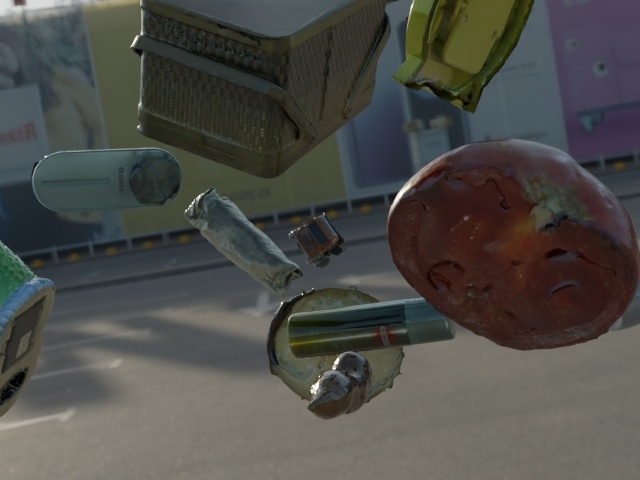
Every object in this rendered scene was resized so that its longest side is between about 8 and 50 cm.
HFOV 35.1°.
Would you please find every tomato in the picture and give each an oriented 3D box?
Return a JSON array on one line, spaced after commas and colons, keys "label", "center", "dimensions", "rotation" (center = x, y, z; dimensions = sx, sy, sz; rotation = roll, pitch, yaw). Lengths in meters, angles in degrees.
[{"label": "tomato", "center": [0.189, -0.010, 0.971], "dimensions": [0.200, 0.233, 0.139], "rotation": [-53, 4, 46]}]

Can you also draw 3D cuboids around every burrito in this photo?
[{"label": "burrito", "center": [-0.125, 0.003, 1.707], "dimensions": [0.082, 0.059, 0.275], "rotation": [-42, 53, -13]}]

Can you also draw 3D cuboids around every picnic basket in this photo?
[{"label": "picnic basket", "center": [-0.052, -0.184, 0.989], "dimensions": [0.165, 0.139, 0.267], "rotation": [21, 34, 18]}]

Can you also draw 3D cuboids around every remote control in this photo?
[{"label": "remote control", "center": [-0.354, -0.102, 1.690], "dimensions": [0.248, 0.104, 0.052], "rotation": [-3, 11, -21]}]

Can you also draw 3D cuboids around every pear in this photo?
[{"label": "pear", "center": [0.032, 0.197, 1.987], "dimensions": [0.267, 0.266, 0.178], "rotation": [-9, 6, 4]}]

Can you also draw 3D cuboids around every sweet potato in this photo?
[{"label": "sweet potato", "center": [0.024, 0.175, 1.180], "dimensions": [0.051, 0.065, 0.218], "rotation": [-24, 1, 17]}]

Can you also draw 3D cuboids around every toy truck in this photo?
[{"label": "toy truck", "center": [0.000, 0.000, 2.209], "dimensions": [0.092, 0.083, 0.192], "rotation": [-36, -11, 5]}]

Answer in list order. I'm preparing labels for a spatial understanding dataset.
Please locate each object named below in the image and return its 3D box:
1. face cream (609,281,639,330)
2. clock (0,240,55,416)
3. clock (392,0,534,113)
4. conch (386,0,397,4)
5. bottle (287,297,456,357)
[{"label": "face cream", "center": [0.437, 0.080, 1.451], "dimensions": [0.095, 0.091, 0.091], "rotation": [-29, 11, -25]}, {"label": "clock", "center": [-0.357, 0.056, 0.960], "dimensions": [0.196, 0.194, 0.100], "rotation": [32, 36, 11]}, {"label": "clock", "center": [0.215, -0.340, 1.483], "dimensions": [0.071, 0.293, 0.277], "rotation": [34, 9, 31]}, {"label": "conch", "center": [0.105, -0.480, 1.822], "dimensions": [0.202, 0.134, 0.196], "rotation": [-7, -4, -2]}, {"label": "bottle", "center": [0.089, 0.149, 1.755], "dimensions": [0.286, 0.082, 0.082], "rotation": [-9, 3, 16]}]
